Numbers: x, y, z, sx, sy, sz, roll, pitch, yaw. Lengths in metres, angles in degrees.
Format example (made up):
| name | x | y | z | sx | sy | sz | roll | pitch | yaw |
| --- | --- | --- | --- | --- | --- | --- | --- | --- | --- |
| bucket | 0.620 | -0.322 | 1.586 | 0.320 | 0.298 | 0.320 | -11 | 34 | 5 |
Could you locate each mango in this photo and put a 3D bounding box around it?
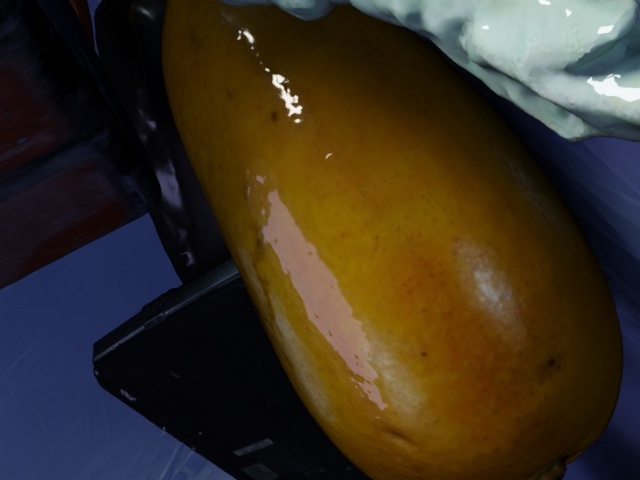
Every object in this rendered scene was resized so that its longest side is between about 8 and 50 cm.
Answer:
| name | x | y | z | sx | sy | sz | roll | pitch | yaw |
| --- | --- | --- | --- | --- | --- | --- | --- | --- | --- |
| mango | 0.019 | -0.004 | 0.573 | 0.219 | 0.112 | 0.145 | 53 | 179 | -18 |

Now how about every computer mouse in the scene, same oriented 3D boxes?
| name | x | y | z | sx | sy | sz | roll | pitch | yaw |
| --- | --- | --- | --- | --- | --- | --- | --- | --- | --- |
| computer mouse | -0.003 | 0.004 | 0.788 | 0.183 | 0.116 | 0.323 | 32 | 163 | 49 |

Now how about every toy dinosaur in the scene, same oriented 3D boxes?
| name | x | y | z | sx | sy | sz | roll | pitch | yaw |
| --- | --- | --- | --- | --- | --- | --- | --- | --- | --- |
| toy dinosaur | -0.068 | -0.154 | 0.419 | 0.393 | 0.092 | 0.205 | 39 | 174 | 45 |

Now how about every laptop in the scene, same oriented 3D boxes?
| name | x | y | z | sx | sy | sz | roll | pitch | yaw |
| --- | --- | --- | --- | --- | --- | --- | --- | --- | --- |
| laptop | -0.012 | 0.073 | 0.743 | 0.154 | 0.026 | 0.207 | 35 | 153 | -14 |

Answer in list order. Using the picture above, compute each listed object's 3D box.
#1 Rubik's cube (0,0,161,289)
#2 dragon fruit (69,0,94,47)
| name | x | y | z | sx | sy | sz | roll | pitch | yaw |
| --- | --- | --- | --- | --- | --- | --- | --- | --- | --- |
| Rubik's cube | -0.300 | -0.115 | 0.578 | 0.362 | 0.359 | 0.363 | 73 | 172 | -74 |
| dragon fruit | -0.253 | -0.148 | 1.132 | 0.224 | 0.224 | 0.227 | 42 | 167 | 48 |
